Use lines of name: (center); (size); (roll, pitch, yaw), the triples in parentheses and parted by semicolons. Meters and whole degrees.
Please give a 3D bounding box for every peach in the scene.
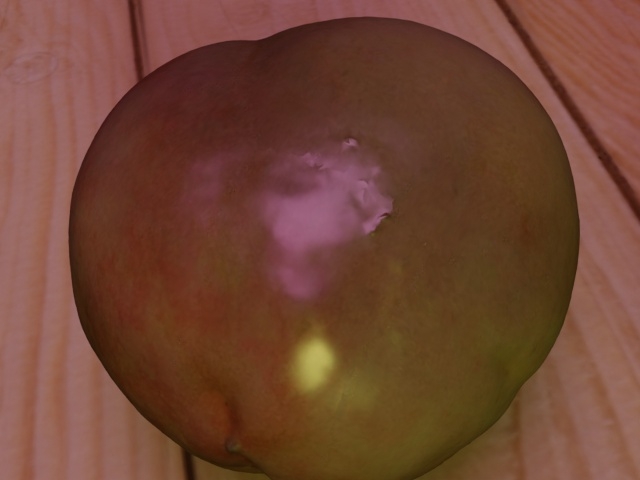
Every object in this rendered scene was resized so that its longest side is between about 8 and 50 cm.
peach: (-0.001, 0.000, 0.483); (0.292, 0.248, 0.292); (6, 29, -3)
